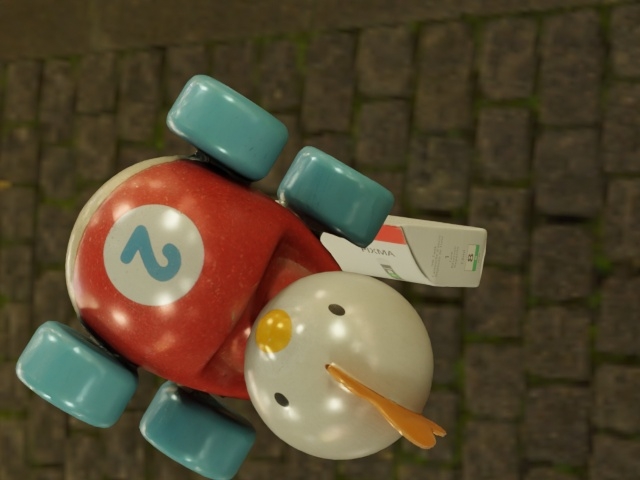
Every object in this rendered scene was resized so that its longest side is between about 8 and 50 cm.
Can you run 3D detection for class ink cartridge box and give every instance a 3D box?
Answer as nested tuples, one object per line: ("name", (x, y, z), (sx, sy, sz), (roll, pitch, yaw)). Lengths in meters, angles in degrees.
("ink cartridge box", (0.000, 0.000, 1.472), (0.181, 0.225, 0.056), (9, 95, 30))

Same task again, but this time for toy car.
("toy car", (-0.021, 0.055, 1.147), (0.238, 0.210, 0.219), (30, 89, 48))
